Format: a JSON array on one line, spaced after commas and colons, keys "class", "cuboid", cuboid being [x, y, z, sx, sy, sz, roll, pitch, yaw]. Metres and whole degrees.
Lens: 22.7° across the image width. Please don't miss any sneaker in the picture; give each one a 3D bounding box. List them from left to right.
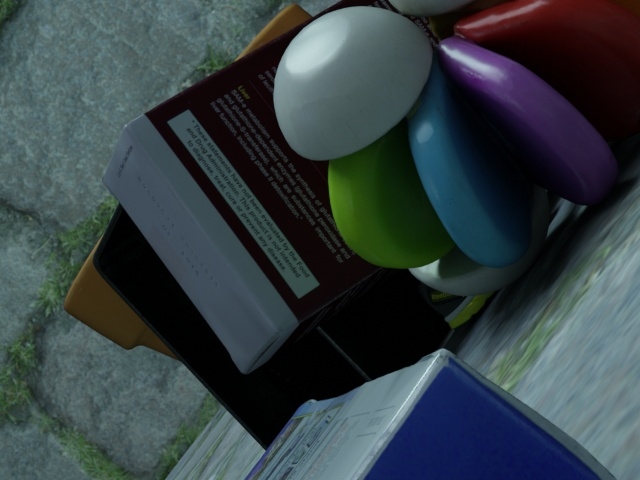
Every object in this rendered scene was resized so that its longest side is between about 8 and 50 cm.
[{"class": "sneaker", "cuboid": [0.081, 0.004, 0.797, 0.083, 0.035, 0.031, -53, 2, -5]}]

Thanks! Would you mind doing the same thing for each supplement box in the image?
[{"class": "supplement box", "cuboid": [0.023, -0.052, 0.829, 0.239, 0.130, 0.073, -32, -9, -26]}]

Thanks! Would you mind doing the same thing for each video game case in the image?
[{"class": "video game case", "cuboid": [-0.045, 0.162, 0.442, 0.269, 0.061, 0.244, -53, 2, -11]}]

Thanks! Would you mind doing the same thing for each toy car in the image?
[{"class": "toy car", "cuboid": [0.084, -0.061, 0.705, 0.136, 0.159, 0.182, 20, 69, 51]}]

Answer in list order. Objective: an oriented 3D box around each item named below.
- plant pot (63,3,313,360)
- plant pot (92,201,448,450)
[{"class": "plant pot", "cuboid": [-0.026, -0.005, 1.213, 0.291, 0.203, 0.291, -54, 2, 2]}, {"class": "plant pot", "cuboid": [0.000, 0.000, 0.946, 0.167, 0.187, 0.188, -42, -4, -26]}]
